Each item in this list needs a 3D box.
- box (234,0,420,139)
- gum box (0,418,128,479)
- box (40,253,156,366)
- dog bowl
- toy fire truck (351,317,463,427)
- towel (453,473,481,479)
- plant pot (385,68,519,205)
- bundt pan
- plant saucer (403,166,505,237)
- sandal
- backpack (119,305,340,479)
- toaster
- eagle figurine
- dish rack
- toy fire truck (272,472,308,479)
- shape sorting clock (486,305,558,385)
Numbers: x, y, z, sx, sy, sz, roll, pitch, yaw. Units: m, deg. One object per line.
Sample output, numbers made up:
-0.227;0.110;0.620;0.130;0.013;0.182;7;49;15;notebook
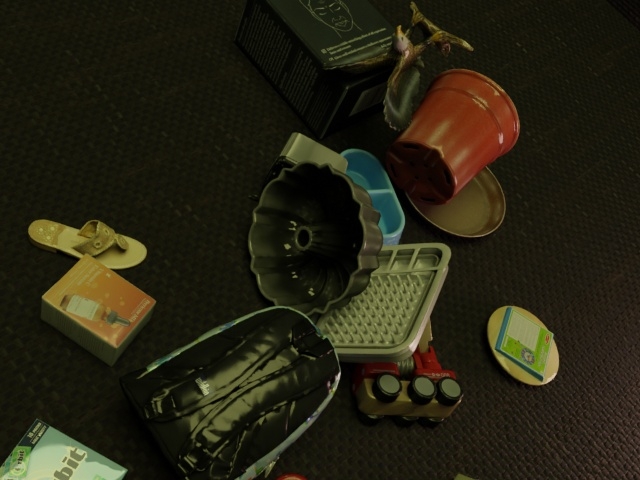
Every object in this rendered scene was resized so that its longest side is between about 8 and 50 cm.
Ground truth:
0.013;-0.518;1.951;0.293;0.212;0.395;-29;73;-35;box
-0.450;0.418;1.231;0.184;0.041;0.157;30;52;-1;gum box
-0.429;0.134;1.400;0.170;0.091;0.130;33;51;1;box
0.112;-0.102;1.801;0.165;0.074;0.297;-5;61;-26;dog bowl
0.179;0.252;1.557;0.216;0.159;0.246;7;44;-18;toy fire truck
0.329;0.598;1.331;0.324;0.312;0.056;-48;128;-38;towel
0.314;-0.244;1.820;0.272;0.272;0.265;40;60;6;plant pot
0.000;0.000;1.550;0.124;0.331;0.331;6;52;-50;bundt pan
0.346;-0.130;1.936;0.310;0.050;0.311;11;55;-16;plant saucer
-0.473;-0.006;1.482;0.239;0.079;0.088;13;54;-15;sandal
-0.136;0.276;1.346;0.355;0.273;0.290;-38;76;-12;backpack
-0.046;-0.142;1.704;0.185;0.168;0.110;27;49;-5;toaster
0.173;-0.426;1.737;0.298;0.225;0.226;-49;40;-9;eagle figurine
0.123;0.140;1.555;0.333;0.285;0.072;-58;133;-42;dish rack
-0.040;0.568;1.247;0.302;0.169;0.254;38;78;0;toy fire truck
0.486;0.252;1.742;0.206;0.040;0.206;13;50;-17;shape sorting clock
